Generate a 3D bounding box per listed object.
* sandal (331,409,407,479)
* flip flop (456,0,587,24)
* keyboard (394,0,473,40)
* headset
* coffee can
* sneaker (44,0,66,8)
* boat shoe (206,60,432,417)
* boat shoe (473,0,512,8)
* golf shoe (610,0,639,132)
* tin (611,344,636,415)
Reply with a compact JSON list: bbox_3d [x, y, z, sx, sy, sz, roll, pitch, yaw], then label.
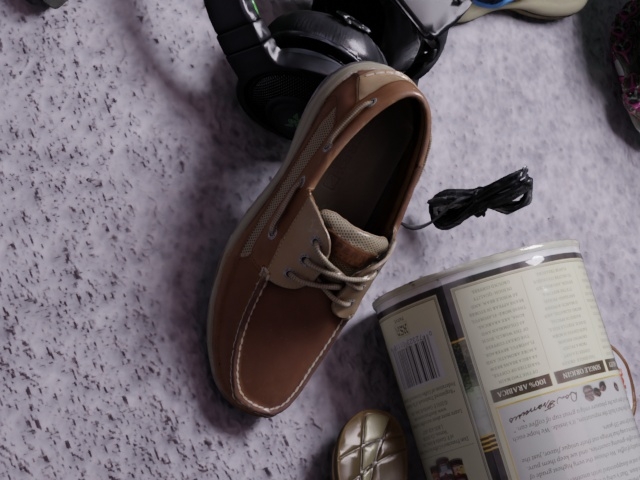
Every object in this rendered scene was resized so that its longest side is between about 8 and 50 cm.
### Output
[{"bbox_3d":[0.035,0.238,1.476,0.072,0.049,0.180,9,74,-28],"label":"sandal"},{"bbox_3d":[0.196,-0.290,1.798,0.277,0.080,0.112,-2,73,-36],"label":"flip flop"},{"bbox_3d":[0.070,-0.280,1.559,0.100,0.038,0.192,-39,95,-24],"label":"keyboard"},{"bbox_3d":[0.048,-0.181,1.561,0.243,0.185,0.394,-46,114,-41],"label":"headset"},{"bbox_3d":[0.181,0.159,1.522,0.202,0.201,0.275,-8,78,-41],"label":"coffee can"},{"bbox_3d":[-0.210,-0.316,1.472,0.118,0.083,0.222,44,51,-17],"label":"sneaker"},{"bbox_3d":[0.000,0.000,1.423,0.123,0.116,0.324,20,91,-24],"label":"boat shoe"},{"bbox_3d":[0.121,-0.351,1.707,0.258,0.089,0.109,39,58,11],"label":"boat shoe"},{"bbox_3d":[0.373,-0.195,1.932,0.086,0.068,0.186,59,28,-53],"label":"golf shoe"},{"bbox_3d":[0.248,0.152,1.696,0.190,0.040,0.106,2,75,-39],"label":"tin"}]
